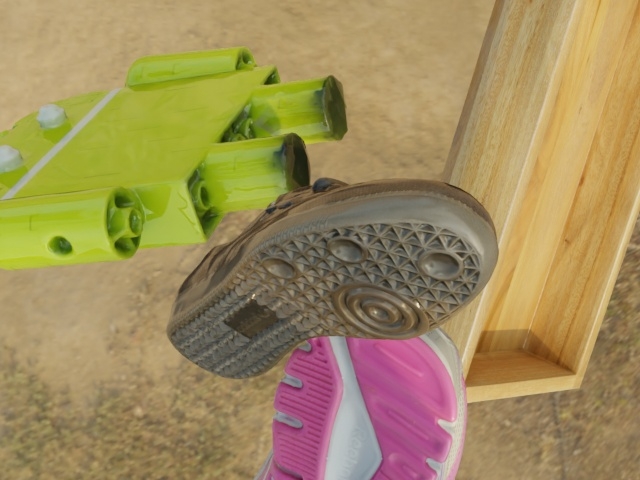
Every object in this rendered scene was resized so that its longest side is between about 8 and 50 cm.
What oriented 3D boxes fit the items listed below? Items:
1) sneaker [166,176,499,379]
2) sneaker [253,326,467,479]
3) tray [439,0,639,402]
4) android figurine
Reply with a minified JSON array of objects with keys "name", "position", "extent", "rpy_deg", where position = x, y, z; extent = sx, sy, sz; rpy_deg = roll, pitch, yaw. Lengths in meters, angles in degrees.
[{"name":"sneaker","position":[0.000,0.000,0.447],"extent":[0.066,0.071,0.188],"rpy_deg":[38,146,-21]},{"name":"sneaker","position":[0.009,0.140,0.573],"extent":[0.103,0.111,0.252],"rpy_deg":[34,112,14]},{"name":"tray","position":[0.188,-0.081,0.892],"extent":[0.076,0.203,0.410],"rpy_deg":[24,103,39]},{"name":"android figurine","position":[-0.126,-0.054,0.734],"extent":[0.273,0.248,0.056],"rpy_deg":[-3,121,22]}]
